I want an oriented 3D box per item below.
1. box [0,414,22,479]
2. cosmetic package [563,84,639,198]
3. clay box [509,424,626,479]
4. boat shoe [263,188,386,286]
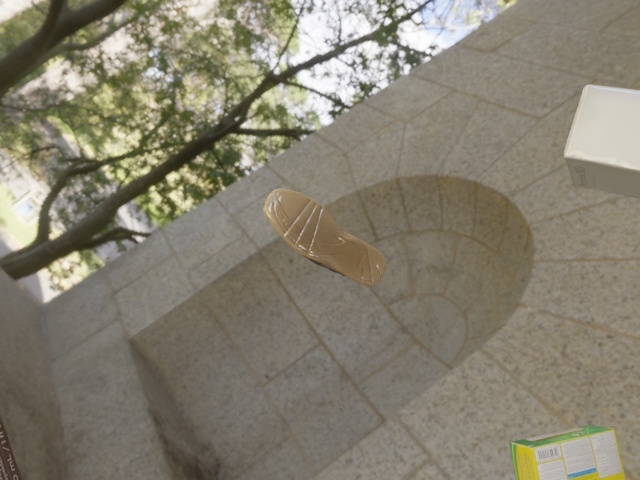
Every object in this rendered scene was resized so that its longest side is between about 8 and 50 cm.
[{"bbox_3d":[-0.439,0.234,0.519,0.381,0.143,0.191,96,-27,-83],"label":"box"},{"bbox_3d":[0.368,-0.079,0.554,0.231,0.085,0.117,15,-2,30],"label":"cosmetic package"},{"bbox_3d":[0.317,0.351,0.698,0.053,0.127,0.222,147,-63,-71],"label":"clay box"},{"bbox_3d":[0.000,0.000,1.122,0.285,0.103,0.092,31,-15,-22],"label":"boat shoe"}]
